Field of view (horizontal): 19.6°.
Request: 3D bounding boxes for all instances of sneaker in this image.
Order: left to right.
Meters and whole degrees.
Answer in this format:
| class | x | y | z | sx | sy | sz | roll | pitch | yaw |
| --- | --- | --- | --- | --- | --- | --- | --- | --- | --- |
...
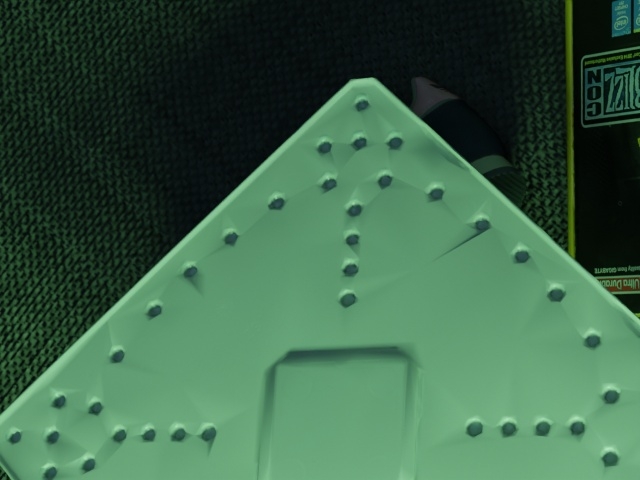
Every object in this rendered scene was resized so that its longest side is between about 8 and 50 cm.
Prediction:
| class | x | y | z | sx | sy | sz | roll | pitch | yaw |
| --- | --- | --- | --- | --- | --- | --- | --- | --- | --- |
| sneaker | 0.000 | 0.000 | 1.435 | 0.319 | 0.112 | 0.131 | -33 | 63 | 7 |

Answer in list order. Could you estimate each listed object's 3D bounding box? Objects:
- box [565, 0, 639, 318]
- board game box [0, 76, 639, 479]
| class | x | y | z | sx | sy | sz | roll | pitch | yaw |
| --- | --- | --- | --- | --- | --- | --- | --- | --- | --- |
| box | 0.300 | -0.074 | 1.260 | 0.322 | 0.079 | 0.257 | -4 | 83 | 56 |
| board game box | 0.019 | 0.136 | 1.275 | 0.390 | 0.050 | 0.390 | -44 | 61 | -2 |
